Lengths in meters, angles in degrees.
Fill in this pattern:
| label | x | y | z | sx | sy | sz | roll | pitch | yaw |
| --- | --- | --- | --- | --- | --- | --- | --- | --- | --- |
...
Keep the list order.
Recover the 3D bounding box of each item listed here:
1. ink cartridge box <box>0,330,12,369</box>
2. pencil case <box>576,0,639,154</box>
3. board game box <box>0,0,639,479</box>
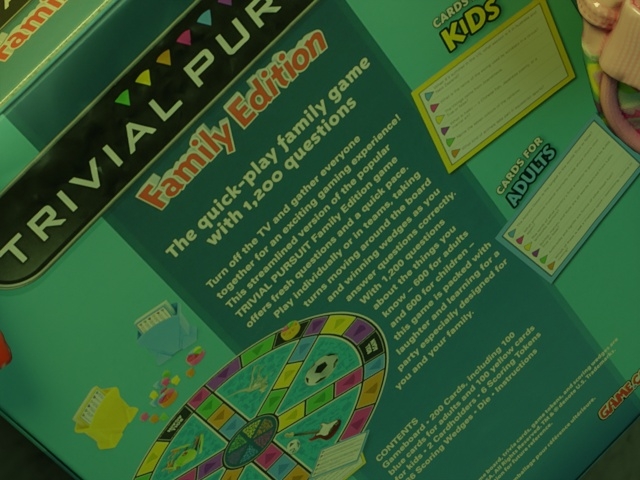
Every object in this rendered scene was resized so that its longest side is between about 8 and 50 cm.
| label | x | y | z | sx | sy | sz | roll | pitch | yaw |
| --- | --- | --- | --- | --- | --- | --- | --- | --- | --- |
| ink cartridge box | -0.230 | 0.004 | 0.508 | 0.239 | 0.060 | 0.275 | -25 | 128 | -7 |
| pencil case | 0.135 | -0.161 | 0.714 | 0.124 | 0.124 | 0.284 | 48 | 28 | -45 |
| board game box | 0.000 | 0.000 | 0.736 | 0.254 | 0.079 | 0.336 | -45 | 131 | -5 |
